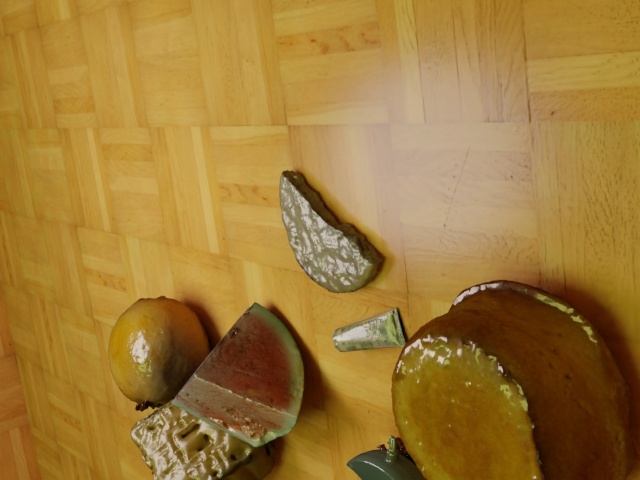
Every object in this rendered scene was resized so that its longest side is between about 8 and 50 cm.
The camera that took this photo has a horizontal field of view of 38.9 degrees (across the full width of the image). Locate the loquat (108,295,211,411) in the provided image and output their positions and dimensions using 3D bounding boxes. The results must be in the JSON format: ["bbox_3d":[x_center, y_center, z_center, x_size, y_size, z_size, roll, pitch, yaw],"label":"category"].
[{"bbox_3d":[-0.325,0.227,1.842,0.238,0.193,0.238,-9,77,41],"label":"loquat"}]

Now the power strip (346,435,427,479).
[{"bbox_3d":[0.120,0.406,1.325,0.168,0.054,0.253,-13,91,54],"label":"power strip"}]

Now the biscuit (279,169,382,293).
[{"bbox_3d":[0.001,0.004,1.440,0.250,0.032,0.133,45,135,34],"label":"biscuit"}]

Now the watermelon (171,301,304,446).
[{"bbox_3d":[-0.130,0.253,1.602,0.260,0.176,0.256,27,106,16],"label":"watermelon"}]

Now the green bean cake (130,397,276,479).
[{"bbox_3d":[-0.225,0.398,1.734,0.224,0.230,0.131,52,175,33],"label":"green bean cake"}]

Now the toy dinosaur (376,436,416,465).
[{"bbox_3d":[0.126,0.324,1.378,0.154,0.049,0.055,-41,67,58],"label":"toy dinosaur"}]

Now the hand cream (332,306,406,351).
[{"bbox_3d":[0.076,0.142,1.397,0.143,0.039,0.061,-17,82,46],"label":"hand cream"}]

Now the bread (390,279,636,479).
[{"bbox_3d":[0.221,0.202,1.094,0.312,0.172,0.312,25,124,45],"label":"bread"}]
